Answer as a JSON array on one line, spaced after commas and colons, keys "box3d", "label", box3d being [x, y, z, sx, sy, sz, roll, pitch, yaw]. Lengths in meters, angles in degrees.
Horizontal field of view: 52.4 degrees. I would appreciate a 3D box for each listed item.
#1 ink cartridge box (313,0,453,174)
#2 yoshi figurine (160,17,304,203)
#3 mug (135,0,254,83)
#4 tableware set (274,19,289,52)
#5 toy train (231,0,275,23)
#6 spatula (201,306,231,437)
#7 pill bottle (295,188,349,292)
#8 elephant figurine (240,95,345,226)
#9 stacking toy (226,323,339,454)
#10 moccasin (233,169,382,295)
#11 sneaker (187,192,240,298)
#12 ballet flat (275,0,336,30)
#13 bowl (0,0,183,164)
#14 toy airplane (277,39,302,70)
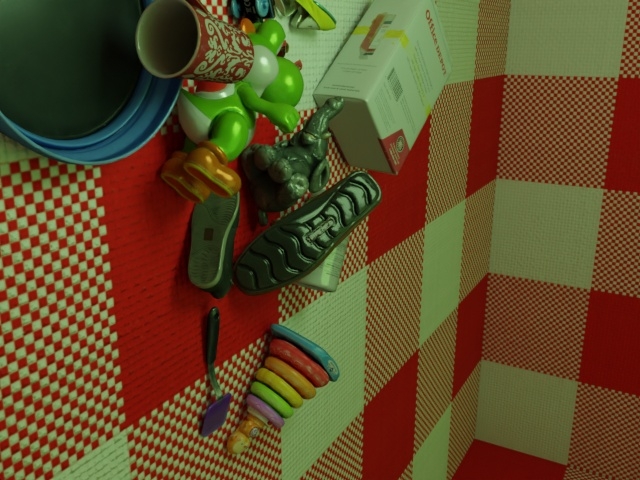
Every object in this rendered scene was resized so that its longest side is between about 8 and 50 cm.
[{"box3d": [0.175, -0.410, 1.683, 0.384, 0.160, 0.279, -60, 144, -22], "label": "ink cartridge box"}, {"box3d": [-0.130, -0.229, 1.190, 0.203, 0.204, 0.362, 96, 15, -68], "label": "yoshi figurine"}, {"box3d": [-0.179, -0.311, 0.988, 0.169, 0.113, 0.150, -12, 111, -64], "label": "mug"}, {"box3d": [-0.112, -0.386, 1.342, 0.154, 0.024, 0.104, -48, 139, -46], "label": "tableware set"}, {"box3d": [-0.130, -0.499, 1.219, 0.105, 0.080, 0.184, -60, 146, -45], "label": "toy train"}, {"box3d": [-0.218, 0.272, 1.339, 0.084, 0.030, 0.296, -26, 121, -55], "label": "spatula"}, {"box3d": [0.000, 0.000, 1.556, 0.131, 0.131, 0.229, 30, 72, -61], "label": "pill bottle"}, {"box3d": [-0.041, -0.171, 1.385, 0.239, 0.186, 0.169, -42, 109, -41], "label": "elephant figurine"}, {"box3d": [-0.109, 0.358, 1.481, 0.302, 0.166, 0.175, -51, 144, -20], "label": "stacking toy"}, {"box3d": [-0.035, -0.015, 1.423, 0.380, 0.139, 0.147, -45, -178, -19], "label": "moccasin"}, {"box3d": [-0.200, -0.002, 1.261, 0.118, 0.083, 0.222, 77, 23, -70], "label": "sneaker"}, {"box3d": [-0.046, -0.501, 1.393, 0.077, 0.077, 0.231, -57, 147, 1], "label": "ballet flat"}, {"box3d": [-0.336, -0.301, 0.892, 0.391, 0.077, 0.391, -28, 122, -57], "label": "bowl"}, {"box3d": [-0.090, -0.350, 1.353, 0.151, 0.028, 0.151, -51, 165, -19], "label": "toy airplane"}]
